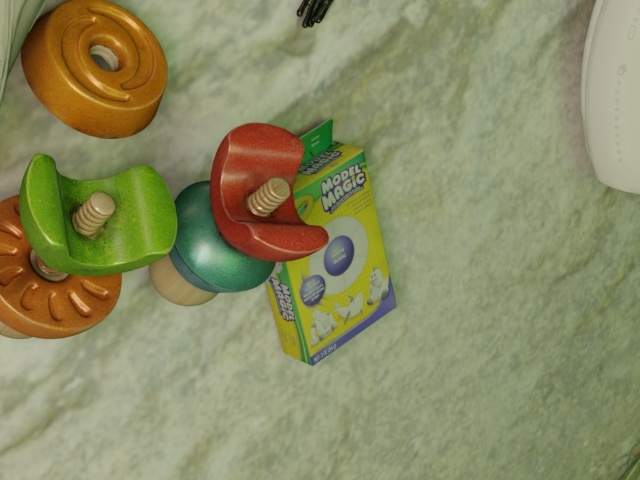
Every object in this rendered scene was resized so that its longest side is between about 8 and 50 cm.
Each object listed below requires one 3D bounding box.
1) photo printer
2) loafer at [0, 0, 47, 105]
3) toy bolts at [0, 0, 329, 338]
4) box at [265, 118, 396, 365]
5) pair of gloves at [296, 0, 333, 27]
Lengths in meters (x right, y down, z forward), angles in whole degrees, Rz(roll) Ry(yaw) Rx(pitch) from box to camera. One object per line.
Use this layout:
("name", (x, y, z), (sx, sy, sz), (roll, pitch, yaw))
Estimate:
("photo printer", (0.401, -0.161, 1.269), (0.308, 0.107, 0.256), (2, 119, 0))
("loafer", (-0.199, -0.182, 0.792), (0.112, 0.111, 0.319), (24, 98, -30))
("toy bolts", (-0.133, -0.030, 0.943), (0.229, 0.158, 0.218), (9, 58, -34))
("box", (0.000, 0.000, 1.102), (0.105, 0.043, 0.179), (-33, 123, -30))
("pair of gloves", (-0.012, -0.208, 1.040), (0.083, 0.010, 0.074), (35, 79, -46))
